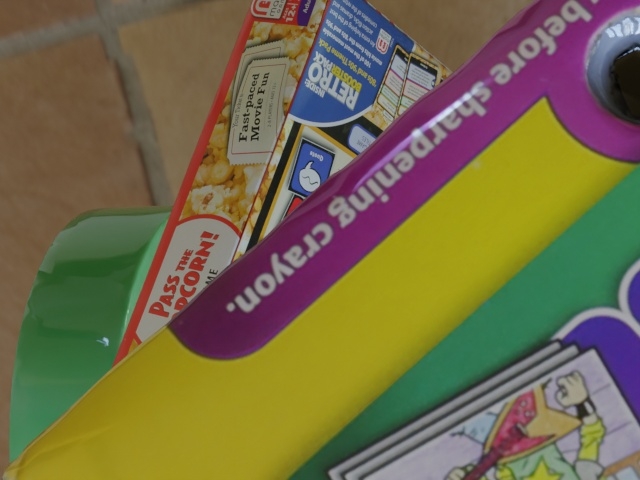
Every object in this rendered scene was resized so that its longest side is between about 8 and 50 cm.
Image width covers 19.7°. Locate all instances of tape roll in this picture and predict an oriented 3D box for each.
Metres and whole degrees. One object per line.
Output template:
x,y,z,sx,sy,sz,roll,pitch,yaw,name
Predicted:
-0.119,0.135,1.306,0.077,0.321,0.321,-1,74,16,tape roll

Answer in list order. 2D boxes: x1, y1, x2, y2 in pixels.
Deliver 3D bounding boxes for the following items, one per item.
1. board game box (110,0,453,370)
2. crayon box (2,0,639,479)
0.000,0.000,0.812,0.045,0.147,0.193,10,75,40,board game box
0.163,0.060,0.441,0.363,0.106,0.313,-41,73,-2,crayon box
